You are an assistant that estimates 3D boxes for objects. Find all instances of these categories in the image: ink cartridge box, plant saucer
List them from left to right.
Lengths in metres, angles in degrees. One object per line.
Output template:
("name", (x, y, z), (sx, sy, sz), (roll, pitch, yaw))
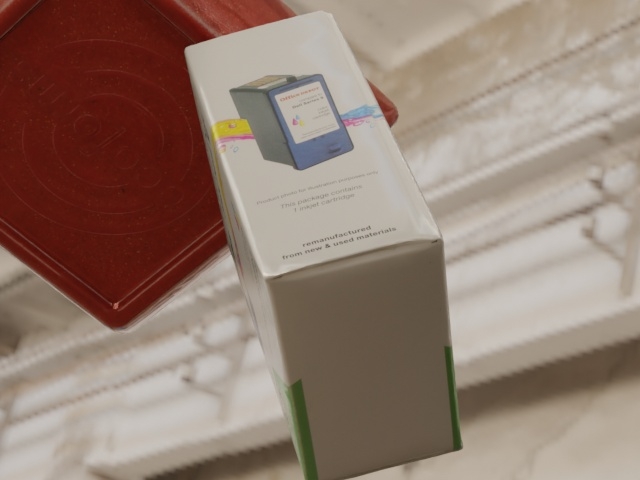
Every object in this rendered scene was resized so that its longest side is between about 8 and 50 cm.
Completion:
("plant saucer", (-0.129, -0.069, 1.080), (0.259, 0.047, 0.258), (-37, -63, 25))
("ink cartridge box", (0.000, 0.000, 0.959), (0.093, 0.212, 0.154), (-14, -49, -5))
